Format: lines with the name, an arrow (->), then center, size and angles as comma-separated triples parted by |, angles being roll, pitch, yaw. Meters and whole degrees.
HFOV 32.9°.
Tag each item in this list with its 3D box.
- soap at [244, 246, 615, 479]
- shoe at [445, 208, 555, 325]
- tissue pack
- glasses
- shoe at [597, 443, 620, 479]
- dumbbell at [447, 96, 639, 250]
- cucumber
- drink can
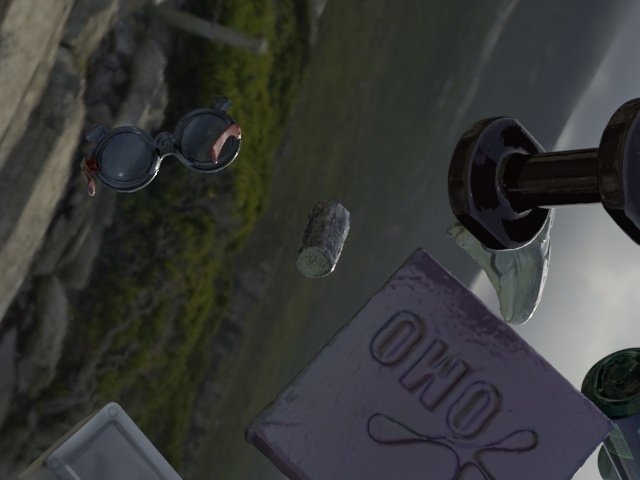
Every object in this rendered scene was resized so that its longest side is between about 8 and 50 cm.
soap -> 0.113, 0.207, 1.175 | 0.285, 0.296, 0.107 | -47, 173, -15
shoe -> 0.359, 0.007, 2.200 | 0.132, 0.210, 0.342 | -53, 149, -55
tissue pack -> -0.319, 0.398, 1.684 | 0.159, 0.246, 0.136 | -41, -177, -39
glasses -> -0.229, -0.139, 1.534 | 0.268, 0.234, 0.118 | -148, -134, -86
shoe -> 0.515, 0.290, 1.526 | 0.100, 0.251, 0.103 | -142, -148, -66
dumbbell -> 0.241, -0.059, 1.035 | 0.225, 0.140, 0.124 | 0, -122, 50
cucumber -> 0.001, -0.002, 1.480 | 0.064, 0.064, 0.112 | 111, 1, -50
drink can -> 0.399, 0.232, 1.317 | 0.205, 0.118, 0.118 | 60, 41, -30
